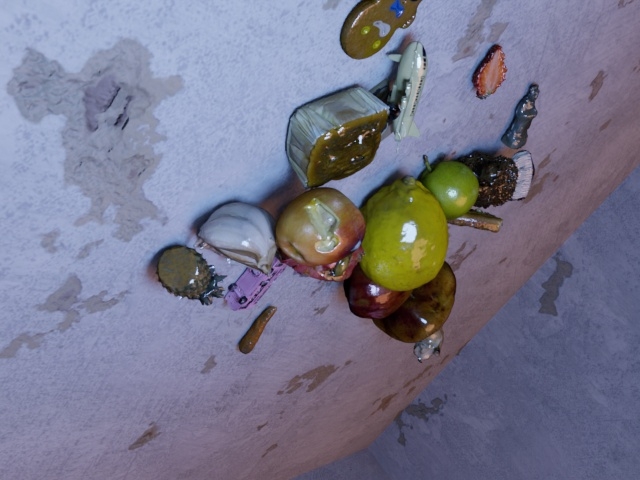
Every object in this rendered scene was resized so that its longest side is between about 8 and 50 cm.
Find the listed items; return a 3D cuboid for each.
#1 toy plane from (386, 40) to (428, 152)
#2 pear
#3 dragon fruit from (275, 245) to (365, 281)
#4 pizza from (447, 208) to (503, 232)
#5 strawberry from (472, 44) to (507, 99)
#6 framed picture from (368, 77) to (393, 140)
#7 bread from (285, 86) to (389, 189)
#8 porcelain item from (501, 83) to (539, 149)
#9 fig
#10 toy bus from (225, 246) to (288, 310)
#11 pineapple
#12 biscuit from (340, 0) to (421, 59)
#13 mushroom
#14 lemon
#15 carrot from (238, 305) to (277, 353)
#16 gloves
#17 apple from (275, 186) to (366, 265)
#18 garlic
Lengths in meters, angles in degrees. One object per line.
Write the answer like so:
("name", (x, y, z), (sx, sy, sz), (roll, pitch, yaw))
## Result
("toy plane", (0.189, -0.327, 1.475), (0.229, 0.092, 0.244), (-70, 162, -49))
("pear", (0.356, -0.163, 1.921), (0.166, 0.216, 0.180), (-50, -165, -3))
("dragon fruit", (0.000, 0.000, 1.647), (0.282, 0.211, 0.147), (10, 115, -35))
("pizza", (0.470, -0.076, 2.120), (0.288, 0.251, 0.074), (-3, 106, -59))
("strawberry", (0.440, -0.440, 1.727), (0.104, 0.048, 0.152), (-16, 131, -29))
("framed picture", (0.118, -0.284, 1.580), (0.136, 0.010, 0.201), (-38, 152, -7))
("bread", (0.040, -0.220, 1.451), (0.210, 0.109, 0.192), (-22, 150, -26))
("porcelain item", (0.632, -0.388, 2.038), (0.081, 0.069, 0.215), (-20, 142, -27))
("fig", (0.180, 0.134, 2.073), (0.263, 0.224, 0.224), (-32, 153, -36))
("toy bus", (-0.165, 0.101, 1.734), (0.203, 0.063, 0.090), (-49, 155, 21))
("pineapple", (-0.292, 0.094, 1.525), (0.125, 0.125, 0.251), (-39, 161, -3))
("biscuit", (0.134, -0.459, 1.315), (0.236, 0.039, 0.180), (-46, 154, 14))
("mushroom", (0.325, 0.227, 2.259), (0.345, 0.345, 0.259), (-42, 114, 2))
("lemon", (0.227, -0.009, 1.847), (0.285, 0.285, 0.316), (-36, 153, -9))
("carrot", (-0.188, 0.264, 1.972), (0.047, 0.047, 0.191), (1, 128, -53))
("gloves", (0.535, -0.191, 2.070), (0.312, 0.135, 0.210), (-13, 149, -18))
("apple", (-0.006, -0.026, 1.457), (0.199, 0.199, 0.199), (-31, 151, -19))
("garlic", (-0.176, -0.016, 1.476), (0.229, 0.178, 0.142), (72, 37, -80))
